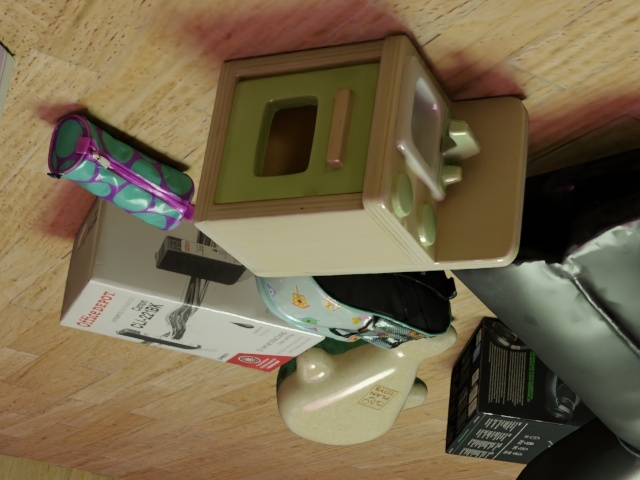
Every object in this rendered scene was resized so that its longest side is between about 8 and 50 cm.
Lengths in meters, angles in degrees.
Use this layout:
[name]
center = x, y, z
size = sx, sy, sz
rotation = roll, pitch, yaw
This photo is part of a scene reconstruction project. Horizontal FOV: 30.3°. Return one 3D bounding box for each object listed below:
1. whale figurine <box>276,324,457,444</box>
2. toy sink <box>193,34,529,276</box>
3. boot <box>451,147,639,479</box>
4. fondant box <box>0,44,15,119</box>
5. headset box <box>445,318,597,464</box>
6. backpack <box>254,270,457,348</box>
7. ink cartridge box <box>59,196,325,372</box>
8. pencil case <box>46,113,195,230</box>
[whale figurine]
center = 0.056, 0.160, 1.578
size = 0.216, 0.141, 0.272
rotation = 21, 130, -31
[toy sink]
center = 0.034, -0.066, 0.951
size = 0.234, 0.153, 0.131
rotation = -2, 156, 26
[boot]
center = 0.252, 0.135, 1.157
size = 0.367, 0.146, 0.445
rotation = -29, 132, 21
[fondant box]
center = -0.455, -0.162, 0.955
size = 0.330, 0.096, 0.238
rotation = 1, 157, 18
[headset box]
center = 0.329, 0.219, 1.585
size = 0.283, 0.131, 0.246
rotation = 8, 158, 0
[backpack]
center = 0.021, 0.012, 1.124
size = 0.144, 0.166, 0.188
rotation = -16, 154, 41
[ink cartridge box]
center = -0.145, 0.053, 1.355
size = 0.272, 0.114, 0.197
rotation = 16, 157, -17
[pencil case]
center = -0.193, -0.063, 1.150
size = 0.070, 0.064, 0.151
rotation = 22, 175, 46
